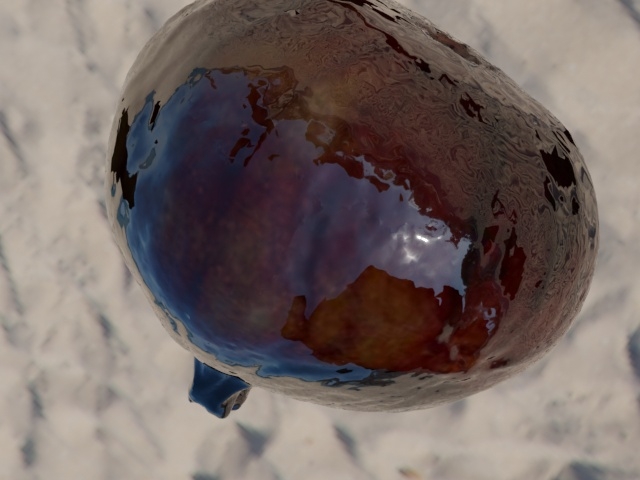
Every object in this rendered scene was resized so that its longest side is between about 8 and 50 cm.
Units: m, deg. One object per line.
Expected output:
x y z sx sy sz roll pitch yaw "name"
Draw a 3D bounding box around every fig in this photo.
0.010 -0.013 0.792 0.235 0.214 0.235 34 170 7 "fig"
